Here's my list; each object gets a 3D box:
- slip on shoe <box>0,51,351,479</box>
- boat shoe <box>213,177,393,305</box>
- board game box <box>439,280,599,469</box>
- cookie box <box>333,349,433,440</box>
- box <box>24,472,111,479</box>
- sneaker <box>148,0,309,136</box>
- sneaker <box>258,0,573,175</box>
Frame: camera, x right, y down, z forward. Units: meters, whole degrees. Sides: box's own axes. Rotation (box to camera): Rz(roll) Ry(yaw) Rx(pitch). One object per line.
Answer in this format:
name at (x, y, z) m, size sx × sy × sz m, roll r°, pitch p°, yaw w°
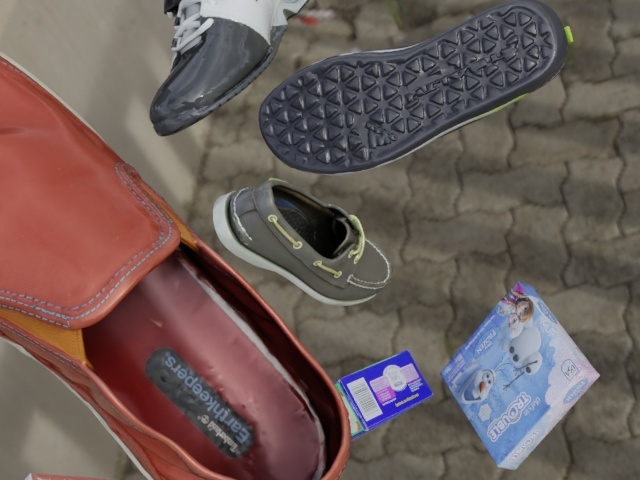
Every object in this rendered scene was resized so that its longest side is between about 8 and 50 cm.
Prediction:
slip on shoe at (-0.108, 0.010, 0.554) m, size 0.123 × 0.331 × 0.101 m, roll -48°, pitch 9°, yaw -28°
boat shoe at (0.000, 0.004, 1.525) m, size 0.091 × 0.305 × 0.109 m, roll -25°, pitch 57°, yaw 34°
board game box at (0.130, 0.089, 0.799) m, size 0.090 × 0.020 × 0.090 m, roll -54°, pitch 41°, yaw 21°
cookie box at (0.009, 0.123, 0.828) m, size 0.107 × 0.092 × 0.040 m, roll -35°, pitch 78°, yaw 33°
box at (-0.334, 0.407, 1.589) m, size 0.091 × 0.130 × 0.170 m, roll -50°, pitch 47°, yaw 29°
sneaker at (-0.100, -0.238, 1.144) m, size 0.122 × 0.146 × 0.330 m, roll -17°, pitch 35°, yaw 42°
sneaker at (0.073, -0.105, 0.873) m, size 0.235 × 0.097 × 0.084 m, roll -16°, pitch 90°, yaw 8°
